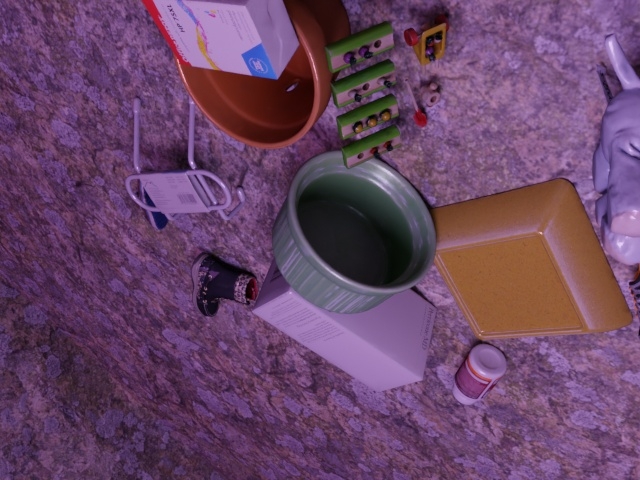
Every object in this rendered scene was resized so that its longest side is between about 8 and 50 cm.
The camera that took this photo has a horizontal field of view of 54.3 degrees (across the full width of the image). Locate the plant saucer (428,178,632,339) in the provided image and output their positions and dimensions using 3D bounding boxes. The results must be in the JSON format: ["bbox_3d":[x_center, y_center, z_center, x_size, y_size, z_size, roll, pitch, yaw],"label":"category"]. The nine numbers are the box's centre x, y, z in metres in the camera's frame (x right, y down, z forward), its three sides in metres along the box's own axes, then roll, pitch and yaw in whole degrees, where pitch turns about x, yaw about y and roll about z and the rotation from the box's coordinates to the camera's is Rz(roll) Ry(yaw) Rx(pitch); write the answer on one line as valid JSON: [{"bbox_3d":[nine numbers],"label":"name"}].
[{"bbox_3d":[0.368,0.072,1.196,0.333,0.081,0.332,-13,117,44],"label":"plant saucer"}]

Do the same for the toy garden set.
[{"bbox_3d":[0.124,-0.240,1.029,0.049,0.204,0.244,57,167,40],"label":"toy garden set"}]

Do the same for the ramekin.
[{"bbox_3d":[0.054,-0.008,1.193,0.303,0.303,0.148,41,140,0],"label":"ramekin"}]

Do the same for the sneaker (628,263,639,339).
[{"bbox_3d":[0.570,0.090,1.067,0.083,0.084,0.214,25,135,37],"label":"sneaker"}]

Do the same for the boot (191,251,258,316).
[{"bbox_3d":[-0.267,0.154,1.751,0.179,0.085,0.236,20,135,19],"label":"boot"}]

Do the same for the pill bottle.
[{"bbox_3d":[0.353,0.307,1.411,0.086,0.086,0.152,30,138,13],"label":"pill bottle"}]

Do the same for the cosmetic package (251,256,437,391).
[{"bbox_3d":[0.060,0.150,1.344,0.365,0.197,0.155,34,141,-21],"label":"cosmetic package"}]

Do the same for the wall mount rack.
[{"bbox_3d":[-0.335,-0.186,1.476,0.350,0.130,0.304,1,130,37],"label":"wall mount rack"}]

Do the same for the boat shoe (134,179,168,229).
[{"bbox_3d":[-0.469,-0.108,1.685,0.066,0.066,0.183,20,136,24],"label":"boat shoe"}]

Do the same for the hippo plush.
[{"bbox_3d":[0.515,-0.115,0.866,0.237,0.234,0.294,-2,83,18],"label":"hippo plush"}]

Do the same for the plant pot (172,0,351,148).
[{"bbox_3d":[-0.078,-0.333,1.080,0.291,0.203,0.290,21,136,22],"label":"plant pot"}]

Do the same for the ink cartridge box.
[{"bbox_3d":[-0.162,-0.321,0.908,0.231,0.078,0.134,15,155,26],"label":"ink cartridge box"}]
